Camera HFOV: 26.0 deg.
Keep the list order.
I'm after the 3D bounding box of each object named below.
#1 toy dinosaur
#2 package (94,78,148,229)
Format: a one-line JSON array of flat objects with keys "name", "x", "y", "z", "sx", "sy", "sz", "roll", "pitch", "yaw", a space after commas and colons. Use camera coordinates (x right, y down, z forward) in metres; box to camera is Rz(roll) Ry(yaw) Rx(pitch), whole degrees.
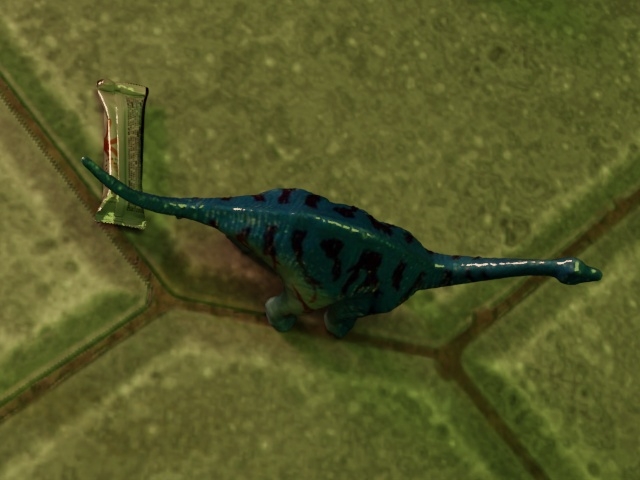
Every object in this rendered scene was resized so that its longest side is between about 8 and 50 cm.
[{"name": "toy dinosaur", "x": 0.006, "y": 0.014, "z": 0.908, "sx": 0.329, "sy": 0.144, "sz": 0.076, "roll": 13, "pitch": 66, "yaw": -2}, {"name": "package", "x": -0.135, "y": -0.059, "z": 0.939, "sx": 0.037, "sy": 0.015, "sz": 0.110, "roll": 6, "pitch": 63, "yaw": -19}]
